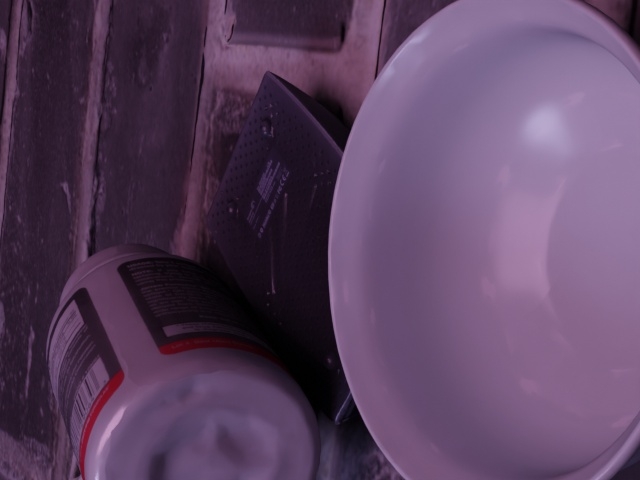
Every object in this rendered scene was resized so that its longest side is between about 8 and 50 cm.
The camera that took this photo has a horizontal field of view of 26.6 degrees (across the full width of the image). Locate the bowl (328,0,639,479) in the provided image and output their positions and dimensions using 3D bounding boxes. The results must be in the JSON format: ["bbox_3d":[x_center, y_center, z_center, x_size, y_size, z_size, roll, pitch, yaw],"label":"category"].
[{"bbox_3d":[0.140,0.010,0.783,0.298,0.134,0.297,-7,81,55],"label":"bowl"}]

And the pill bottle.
[{"bbox_3d":[-0.129,0.114,1.114,0.318,0.176,0.176,-133,54,-63],"label":"pill bottle"}]

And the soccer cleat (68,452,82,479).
[{"bbox_3d":[-0.149,0.223,1.210,0.331,0.116,0.143,-15,76,55],"label":"soccer cleat"}]

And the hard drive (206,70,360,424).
[{"bbox_3d":[0.000,0.000,1.060,0.254,0.054,0.172,54,131,42],"label":"hard drive"}]
